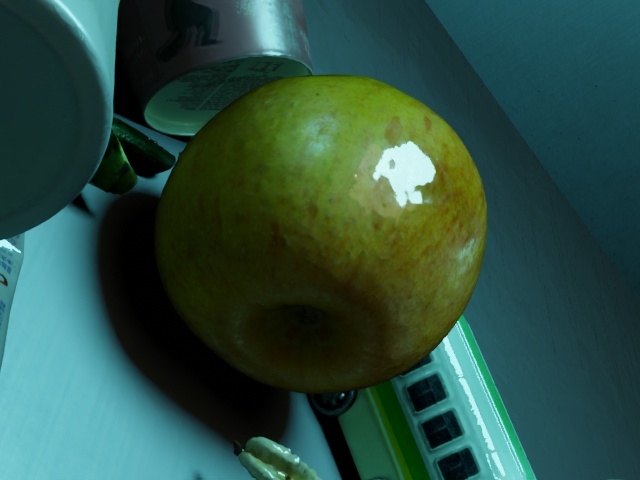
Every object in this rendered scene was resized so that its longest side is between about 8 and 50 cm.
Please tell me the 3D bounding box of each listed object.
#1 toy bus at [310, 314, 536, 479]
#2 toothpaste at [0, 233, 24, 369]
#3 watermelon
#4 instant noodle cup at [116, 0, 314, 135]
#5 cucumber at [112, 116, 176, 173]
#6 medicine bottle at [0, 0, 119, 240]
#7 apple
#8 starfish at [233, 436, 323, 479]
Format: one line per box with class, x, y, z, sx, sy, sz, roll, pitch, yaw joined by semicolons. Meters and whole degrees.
toy bus;0.102;0.177;1.470;0.134;0.165;0.276;24;40;-59
toothpaste;-0.247;0.031;1.003;0.096;0.061;0.266;46;29;-37
watermelon;-0.218;-0.127;1.236;0.181;0.075;0.092;55;29;10
instant noodle cup;-0.115;-0.223;1.486;0.235;0.235;0.178;20;52;-62
cucumber;-0.187;-0.095;1.363;0.184;0.036;0.033;26;46;-56
medicine bottle;-0.252;-0.152;0.968;0.238;0.238;0.232;45;23;-34
apple;0.000;0.000;1.313;0.299;0.299;0.275;51;34;-22
starfish;0.070;0.383;1.169;0.432;0.082;0.324;57;10;-34
